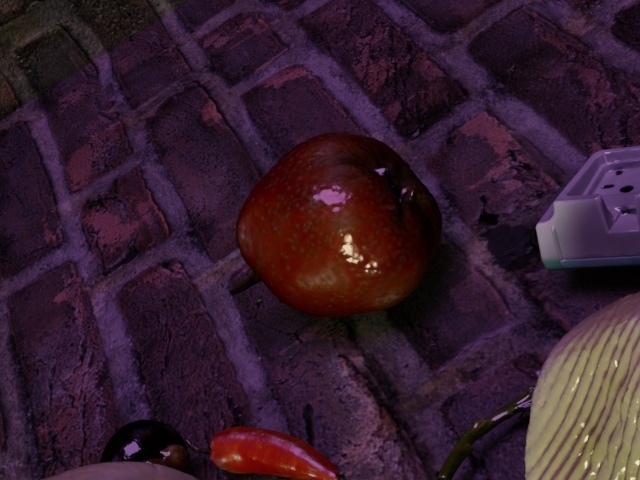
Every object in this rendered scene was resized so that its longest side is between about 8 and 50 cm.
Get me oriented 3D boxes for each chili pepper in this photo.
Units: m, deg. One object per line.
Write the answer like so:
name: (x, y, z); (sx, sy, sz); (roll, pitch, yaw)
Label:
chili pepper: (-0.081, 0.303, 1.724); (0.272, 0.071, 0.063); (3, 8, 32)

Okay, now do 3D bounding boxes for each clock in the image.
clock: (0.451, -0.063, 1.678); (0.262, 0.116, 0.231); (-3, 30, 35)

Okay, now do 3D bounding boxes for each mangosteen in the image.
mangosteen: (-0.246, 0.332, 1.751); (0.137, 0.137, 0.151); (-45, 33, -18)

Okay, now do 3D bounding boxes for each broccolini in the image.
broccolini: (0.267, 0.240, 1.535); (0.271, 0.062, 0.123); (-33, 20, -11)

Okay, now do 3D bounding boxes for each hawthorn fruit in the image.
hawthorn fruit: (0.000, 0.000, 1.864); (0.369, 0.285, 0.284); (-27, 34, 22)

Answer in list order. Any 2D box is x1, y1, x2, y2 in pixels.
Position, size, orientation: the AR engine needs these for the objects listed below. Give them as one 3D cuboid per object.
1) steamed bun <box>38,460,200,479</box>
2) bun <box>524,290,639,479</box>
steamed bun: (-0.260, 0.416, 1.548); (0.273, 0.272, 0.290); (-30, 39, 2)
bun: (0.383, 0.233, 1.287); (0.349, 0.227, 0.352); (-70, 28, 24)
